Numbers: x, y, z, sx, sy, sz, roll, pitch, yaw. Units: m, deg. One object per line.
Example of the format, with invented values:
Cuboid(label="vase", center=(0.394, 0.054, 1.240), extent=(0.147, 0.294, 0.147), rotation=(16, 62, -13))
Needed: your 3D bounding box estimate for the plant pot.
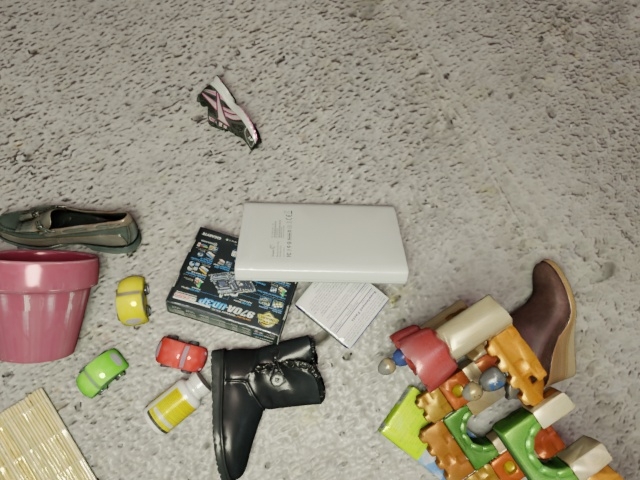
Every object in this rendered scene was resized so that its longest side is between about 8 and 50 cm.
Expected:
Cuboid(label="plant pot", center=(-0.509, 0.115, 0.922), extent=(0.201, 0.201, 0.180), rotation=(3, 94, -3))

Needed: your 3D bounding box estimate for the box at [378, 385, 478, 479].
Cuboid(label="box", center=(0.213, 0.376, 0.978), extent=(0.178, 0.042, 0.109), rotation=(38, 79, 4))

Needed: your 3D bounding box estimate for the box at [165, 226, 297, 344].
Cuboid(label="box", center=(-0.158, 0.083, 0.980), extent=(0.220, 0.051, 0.175), rotation=(16, 56, 0))

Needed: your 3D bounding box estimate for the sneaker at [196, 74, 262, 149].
Cuboid(label="sneaker", center=(-0.193, -0.253, 1.074), extent=(0.077, 0.072, 0.178), rotation=(-37, 75, 2))

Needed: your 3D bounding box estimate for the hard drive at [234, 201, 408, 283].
Cuboid(label="hard drive", center=(0.000, 0.000, 0.985), extent=(0.307, 0.040, 0.203), rotation=(2, 40, -3))

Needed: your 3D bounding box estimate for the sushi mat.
Cuboid(label="sushi mat", center=(-0.498, 0.443, 0.935), extent=(0.151, 0.019, 0.317), rotation=(-34, 83, -10))

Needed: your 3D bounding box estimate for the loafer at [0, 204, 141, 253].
Cuboid(label="loafer", center=(-0.485, -0.037, 0.985), extent=(0.267, 0.084, 0.096), rotation=(5, 47, -6))

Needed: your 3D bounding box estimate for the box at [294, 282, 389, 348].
Cuboid(label="box", center=(0.040, 0.122, 1.003), extent=(0.137, 0.072, 0.126), rotation=(39, 79, 5))

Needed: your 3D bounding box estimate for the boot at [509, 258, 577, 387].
Cuboid(label="boot", center=(0.387, 0.166, 1.005), extent=(0.206, 0.090, 0.249), rotation=(-4, 83, -6))

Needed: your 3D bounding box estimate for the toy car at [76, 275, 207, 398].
Cuboid(label="toy car", center=(-0.367, 0.211, 0.970), extent=(0.225, 0.053, 0.239), rotation=(-41, 84, -10))

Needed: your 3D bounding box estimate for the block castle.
Cuboid(label="block castle", center=(0.281, 0.321, 0.814), extent=(0.212, 0.303, 0.453), rotation=(-34, 81, 0))

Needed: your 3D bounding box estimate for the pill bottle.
Cuboid(label="pill bottle", center=(-0.264, 0.300, 0.953), extent=(0.116, 0.065, 0.065), rotation=(-39, 83, -9))

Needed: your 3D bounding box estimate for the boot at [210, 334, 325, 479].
Cuboid(label="boot", center=(-0.091, 0.307, 0.946), extent=(0.207, 0.094, 0.247), rotation=(-6, 73, -1))
